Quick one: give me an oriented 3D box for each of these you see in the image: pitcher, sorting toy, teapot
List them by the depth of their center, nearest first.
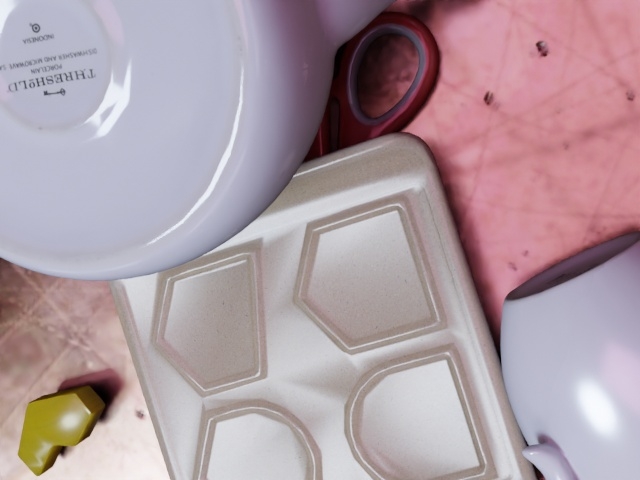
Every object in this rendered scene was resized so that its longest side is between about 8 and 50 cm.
[{"bbox_3d":[0.157,0.115,0.612,0.177,0.125,0.207,-27,91,-29],"label":"pitcher"},{"bbox_3d":[-0.101,-0.108,0.636,0.256,0.187,0.252,34,114,6],"label":"teapot"},{"bbox_3d":[-0.046,0.087,0.709,0.307,0.041,0.229,-18,94,20],"label":"sorting toy"}]

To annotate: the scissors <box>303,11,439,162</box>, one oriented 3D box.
[{"bbox_3d":[0.000,0.000,0.713,0.109,0.021,0.297,9,96,11],"label":"scissors"}]
